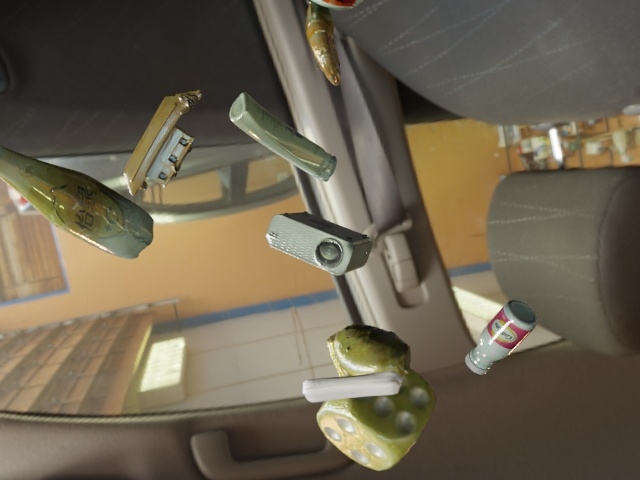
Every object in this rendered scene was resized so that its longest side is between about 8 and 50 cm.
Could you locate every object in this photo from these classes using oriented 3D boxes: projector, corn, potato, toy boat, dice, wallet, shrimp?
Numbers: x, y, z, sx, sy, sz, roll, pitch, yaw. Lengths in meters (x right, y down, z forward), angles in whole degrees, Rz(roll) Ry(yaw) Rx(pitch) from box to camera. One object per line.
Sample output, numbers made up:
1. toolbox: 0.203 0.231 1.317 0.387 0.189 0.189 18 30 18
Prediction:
1. projector: 0.000 0.000 1.797 0.251 0.108 0.198 23 -168 18
2. corn: 0.097 0.400 1.999 0.093 0.244 0.093 -23 180 0
3. potato: 0.123 0.271 1.526 0.150 0.113 0.251 -23 -158 -28
4. toy boat: -0.246 -0.156 1.032 0.077 0.200 0.057 30 -175 -16
5. dice: 0.146 0.449 1.711 0.226 0.238 0.233 -49 171 -35
6. wallet: 0.062 0.279 1.223 0.190 0.033 0.095 -7 154 6
7. shrimp: 0.005 -0.358 1.132 0.051 0.217 0.115 -12 144 5

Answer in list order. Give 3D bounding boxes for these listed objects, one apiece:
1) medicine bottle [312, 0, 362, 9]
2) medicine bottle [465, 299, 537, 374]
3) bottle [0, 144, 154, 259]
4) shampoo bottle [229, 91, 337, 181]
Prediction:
1. medicine bottle: 0.050 -0.509 1.057 0.139 0.139 0.225 -15 157 -30
2. medicine bottle: 0.452 0.251 1.628 0.090 0.090 0.216 -18 146 -45
3. bottle: -0.342 -0.061 0.852 0.083 0.083 0.270 -7 149 37
4. shampoo bottle: -0.059 -0.170 1.084 0.049 0.072 0.212 -41 132 24
